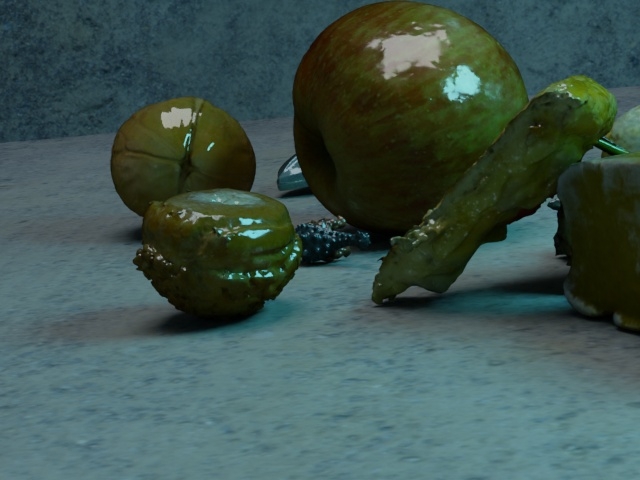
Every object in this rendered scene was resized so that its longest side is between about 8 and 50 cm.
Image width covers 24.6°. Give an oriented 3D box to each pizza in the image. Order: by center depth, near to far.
[{"bbox_3d":[0.161,-0.036,1.343,0.288,0.075,0.280,-45,-8,16],"label":"pizza"}]

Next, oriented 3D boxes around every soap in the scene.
[{"bbox_3d":[0.399,-0.015,1.174,0.335,0.156,0.293,-10,10,-18],"label":"soap"}]

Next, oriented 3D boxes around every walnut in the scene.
[{"bbox_3d":[-0.183,-0.098,1.928,0.193,0.193,0.225,-8,6,-16],"label":"walnut"}]

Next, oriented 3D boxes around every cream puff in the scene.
[{"bbox_3d":[-0.095,0.015,1.367,0.165,0.115,0.150,0,12,-31],"label":"cream puff"}]

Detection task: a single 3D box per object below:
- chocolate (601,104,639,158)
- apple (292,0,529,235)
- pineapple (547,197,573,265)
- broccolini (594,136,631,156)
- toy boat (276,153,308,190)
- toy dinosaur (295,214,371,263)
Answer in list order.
[{"bbox_3d":[0.506,-0.123,1.823,0.309,0.134,0.134,-2,10,13],"label":"chocolate"},{"bbox_3d":[0.089,-0.133,1.712,0.250,0.277,0.309,-40,16,-36],"label":"apple"},{"bbox_3d":[0.279,-0.023,1.431,0.119,0.111,0.237,14,6,9],"label":"pineapple"},{"bbox_3d":[0.351,-0.058,1.501,0.218,0.044,0.042,28,23,3],"label":"broccolini"},{"bbox_3d":[0.051,-0.129,2.266,0.319,0.092,0.141,-22,19,-40],"label":"toy boat"},{"bbox_3d":[0.000,0.000,1.602,0.055,0.049,0.154,-10,5,-43],"label":"toy dinosaur"}]
